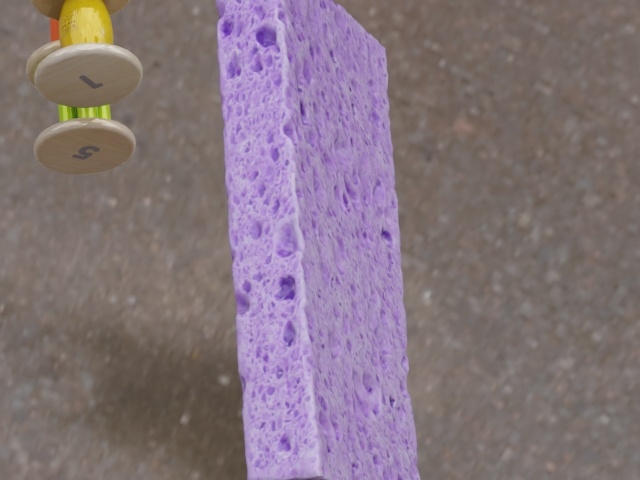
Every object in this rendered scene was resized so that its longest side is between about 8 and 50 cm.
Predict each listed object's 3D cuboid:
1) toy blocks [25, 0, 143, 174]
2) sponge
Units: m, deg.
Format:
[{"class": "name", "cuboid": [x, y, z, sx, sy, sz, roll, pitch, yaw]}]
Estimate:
[{"class": "toy blocks", "cuboid": [-0.126, -0.126, 0.962, 0.054, 0.123, 0.148, -3, 64, -11]}, {"class": "sponge", "cuboid": [0.000, 0.000, 0.705, 0.031, 0.117, 0.210, -11, 68, 19]}]
